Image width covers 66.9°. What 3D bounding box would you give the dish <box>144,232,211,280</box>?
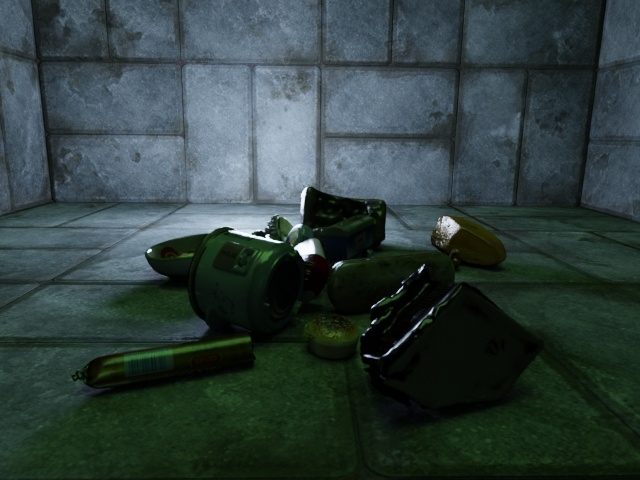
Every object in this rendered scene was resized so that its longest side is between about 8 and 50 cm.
[{"bbox_3d":[-0.465,0.074,1.774,0.324,0.124,0.324,-6,15,2],"label":"dish"}]

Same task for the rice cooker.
[{"bbox_3d":[-0.207,0.103,1.303,0.316,0.317,0.264,6,-29,23],"label":"rice cooker"}]

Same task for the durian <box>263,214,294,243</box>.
[{"bbox_3d":[-0.189,0.009,2.212,0.198,0.163,0.394,39,14,-9],"label":"durian"}]

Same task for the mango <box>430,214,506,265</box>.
[{"bbox_3d":[0.613,0.004,2.008,0.199,0.201,0.350,-40,41,-25],"label":"mango"}]

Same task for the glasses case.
[{"bbox_3d":[0.223,0.124,1.481,0.425,0.156,0.098,-5,12,-21],"label":"glasses case"}]

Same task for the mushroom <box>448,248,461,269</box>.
[{"bbox_3d":[0.508,0.078,1.889,0.088,0.073,0.129,16,-21,4],"label":"mushroom"}]

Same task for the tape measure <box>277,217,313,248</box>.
[{"bbox_3d":[-0.105,-0.027,2.010,0.084,0.164,0.330,36,18,-27],"label":"tape measure"}]

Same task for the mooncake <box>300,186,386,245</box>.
[{"bbox_3d":[0.106,-0.097,2.246,0.394,0.246,0.393,6,-2,39],"label":"mooncake"}]

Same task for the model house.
[{"bbox_3d":[0.229,0.220,1.033,0.317,0.297,0.282,-44,18,-15],"label":"model house"}]

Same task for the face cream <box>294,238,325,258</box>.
[{"bbox_3d":[-0.058,0.090,1.691,0.173,0.081,0.348,-39,12,6],"label":"face cream"}]

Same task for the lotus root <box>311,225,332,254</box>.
[{"bbox_3d":[0.000,0.000,2.060,0.235,0.138,0.119,-14,10,28],"label":"lotus root"}]

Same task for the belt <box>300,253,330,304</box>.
[{"bbox_3d":[-0.071,0.125,1.444,0.201,0.128,0.124,-30,5,15],"label":"belt"}]

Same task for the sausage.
[{"bbox_3d":[-0.324,0.257,1.032,0.371,0.082,0.082,-5,14,-22],"label":"sausage"}]

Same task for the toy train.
[{"bbox_3d":[0.117,0.020,1.849,0.131,0.202,0.299,5,14,26],"label":"toy train"}]

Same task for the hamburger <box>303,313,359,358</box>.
[{"bbox_3d":[0.026,0.226,1.175,0.126,0.081,0.141,-8,16,-35],"label":"hamburger"}]

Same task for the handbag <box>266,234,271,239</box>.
[{"bbox_3d":[-0.224,0.065,1.763,0.135,0.146,0.225,-7,14,-8],"label":"handbag"}]
